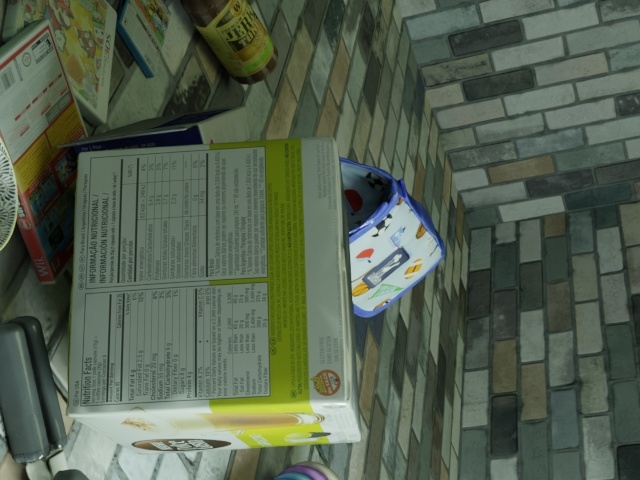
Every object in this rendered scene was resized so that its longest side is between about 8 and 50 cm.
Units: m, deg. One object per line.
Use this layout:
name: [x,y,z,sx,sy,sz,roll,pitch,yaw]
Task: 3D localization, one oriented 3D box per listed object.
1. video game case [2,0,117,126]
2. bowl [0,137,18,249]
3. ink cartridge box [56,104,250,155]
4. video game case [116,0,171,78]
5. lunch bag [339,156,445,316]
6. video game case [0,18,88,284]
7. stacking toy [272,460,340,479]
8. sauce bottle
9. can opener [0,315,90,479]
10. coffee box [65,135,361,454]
video game case: [-0.361,-0.305,1.464,0.227,0.026,0.207,49,35,-57]
bowl: [-0.407,-0.058,1.109,0.170,0.080,0.170,-9,90,-71]
ink cartridge box: [-0.221,-0.141,1.473,0.371,0.175,0.069,-50,132,-78]
video game case: [-0.293,-0.367,1.718,0.119,0.015,0.166,60,27,-44]
lunch bag: [0.000,0.000,1.815,0.328,0.385,0.239,43,40,-63]
video game case: [-0.355,-0.116,1.335,0.204,0.025,0.285,-70,152,-57]
stacking toy: [-0.082,0.468,1.767,0.330,0.141,0.141,7,74,-64]
sauce bottle: [-0.189,-0.425,1.911,0.344,0.111,0.112,50,34,-54]
can opener: [-0.312,0.228,1.220,0.076,0.095,0.284,-26,105,-72]
coffee box: [-0.125,0.089,1.373,0.338,0.334,0.338,77,9,-70]
